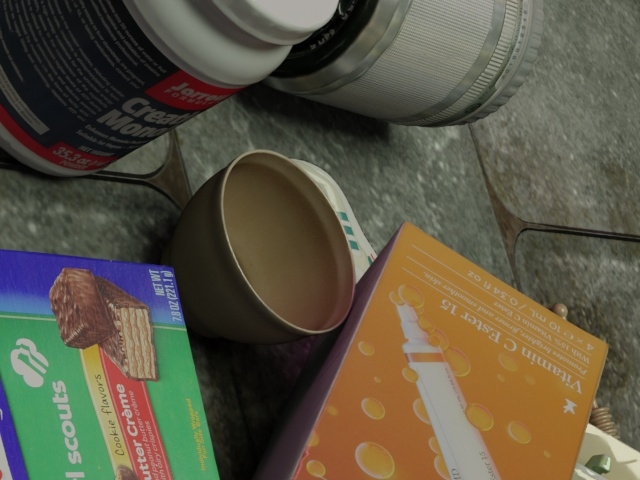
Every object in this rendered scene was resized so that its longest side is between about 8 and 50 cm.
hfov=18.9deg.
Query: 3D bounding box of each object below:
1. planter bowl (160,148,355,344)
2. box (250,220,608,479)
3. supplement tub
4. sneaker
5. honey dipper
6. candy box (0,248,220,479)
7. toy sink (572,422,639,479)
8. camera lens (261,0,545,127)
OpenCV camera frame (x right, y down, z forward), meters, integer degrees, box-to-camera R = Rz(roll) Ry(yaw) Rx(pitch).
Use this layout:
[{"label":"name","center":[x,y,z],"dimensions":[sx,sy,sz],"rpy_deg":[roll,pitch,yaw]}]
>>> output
[{"label":"planter bowl","center":[-0.064,0.019,1.604],"dimensions":[0.162,0.109,0.162],"rpy_deg":[32,45,-39]},{"label":"box","center":[0.076,0.185,1.574],"dimensions":[0.215,0.168,0.345],"rpy_deg":[31,41,-5]},{"label":"supplement tub","center":[-0.139,-0.181,1.489],"dimensions":[0.191,0.272,0.191],"rpy_deg":[31,46,-39]},{"label":"sneaker","center":[0.000,0.000,1.747],"dimensions":[0.161,0.057,0.075],"rpy_deg":[57,29,-15]},{"label":"honey dipper","center":[0.279,0.142,2.055],"dimensions":[0.030,0.030,0.161],"rpy_deg":[7,60,-51]},{"label":"candy box","center":[-0.217,0.144,1.308],"dimensions":[0.317,0.122,0.268],"rpy_deg":[6,64,-50]},{"label":"toy sink","center":[0.229,0.274,1.680],"dimensions":[0.153,0.131,0.234],"rpy_deg":[31,76,-6]},{"label":"camera lens","center":[0.057,-0.228,1.828],"dimensions":[0.274,0.219,0.219],"rpy_deg":[12,59,-49]}]
